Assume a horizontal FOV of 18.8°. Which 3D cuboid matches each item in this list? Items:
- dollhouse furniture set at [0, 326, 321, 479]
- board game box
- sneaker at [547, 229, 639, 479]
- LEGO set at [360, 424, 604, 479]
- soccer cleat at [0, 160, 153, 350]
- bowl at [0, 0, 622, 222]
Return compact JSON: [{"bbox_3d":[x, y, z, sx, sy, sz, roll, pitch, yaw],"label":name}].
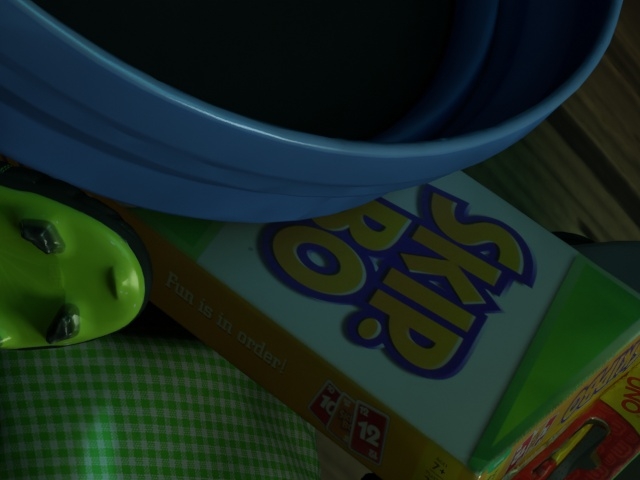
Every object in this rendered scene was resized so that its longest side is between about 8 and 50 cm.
[{"bbox_3d":[-0.057,0.118,0.619,0.301,0.151,0.198,2,80,-46],"label":"dollhouse furniture set"},{"bbox_3d":[0.000,0.000,0.673,0.259,0.039,0.124,38,42,18],"label":"board game box"},{"bbox_3d":[0.167,0.165,0.796,0.137,0.210,0.366,0,81,-45],"label":"sneaker"},{"bbox_3d":[0.105,0.115,0.639,0.060,0.244,0.182,82,-2,-48],"label":"LEGO set"},{"bbox_3d":[-0.121,-0.009,0.571,0.072,0.179,0.060,-46,136,-51],"label":"soccer cleat"},{"bbox_3d":[-0.061,-0.180,0.662,0.391,0.077,0.391,23,48,-29],"label":"bowl"}]
